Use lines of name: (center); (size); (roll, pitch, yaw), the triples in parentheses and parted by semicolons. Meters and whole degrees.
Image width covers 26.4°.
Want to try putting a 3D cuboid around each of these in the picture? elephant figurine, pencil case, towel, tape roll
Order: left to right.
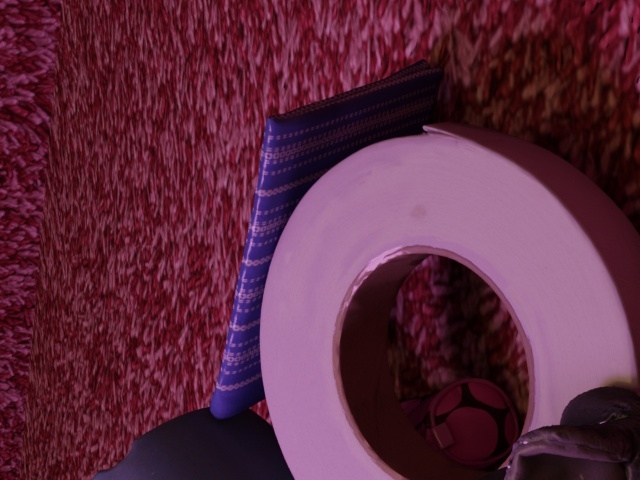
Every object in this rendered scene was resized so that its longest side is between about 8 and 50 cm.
towel: (0.000, 0.000, 1.302); (0.040, 0.243, 0.336); (32, 127, 28)
pencil case: (0.097, 0.188, 1.293); (0.209, 0.098, 0.095); (-36, 63, 61)
tape roll: (0.108, 0.101, 1.126); (0.392, 0.072, 0.392); (6, 99, 42)
elephant figurine: (0.197, 0.174, 0.929); (0.239, 0.186, 0.169); (-57, 20, 18)

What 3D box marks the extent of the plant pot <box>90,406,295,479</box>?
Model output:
plant pot: (-0.061, 0.357, 1.300); (0.334, 0.341, 0.341); (46, 137, 34)
